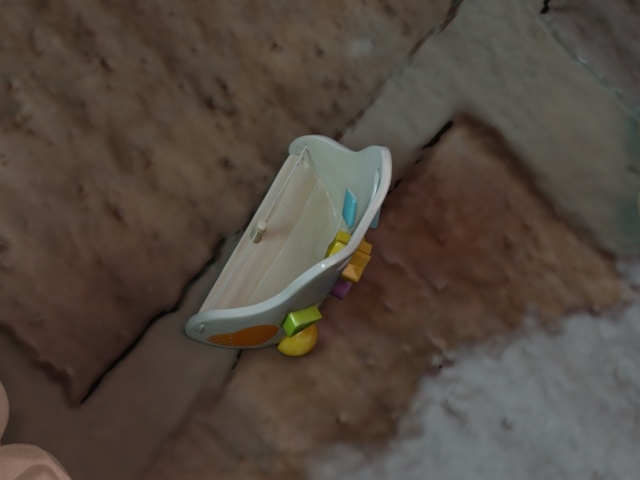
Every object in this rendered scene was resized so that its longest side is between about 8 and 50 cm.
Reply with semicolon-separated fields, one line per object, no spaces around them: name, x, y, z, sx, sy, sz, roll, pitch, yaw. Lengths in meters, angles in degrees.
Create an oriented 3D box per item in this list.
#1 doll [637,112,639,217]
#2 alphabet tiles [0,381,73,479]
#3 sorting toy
doll;0.213;-0.002;0.711;0.189;0.046;0.129;19;58;-22
alphabet tiles;-0.179;0.155;0.523;0.278;0.021;0.284;-37;89;-27
sorting toy;0.000;0.000;0.611;0.045;0.075;0.083;33;65;-8
